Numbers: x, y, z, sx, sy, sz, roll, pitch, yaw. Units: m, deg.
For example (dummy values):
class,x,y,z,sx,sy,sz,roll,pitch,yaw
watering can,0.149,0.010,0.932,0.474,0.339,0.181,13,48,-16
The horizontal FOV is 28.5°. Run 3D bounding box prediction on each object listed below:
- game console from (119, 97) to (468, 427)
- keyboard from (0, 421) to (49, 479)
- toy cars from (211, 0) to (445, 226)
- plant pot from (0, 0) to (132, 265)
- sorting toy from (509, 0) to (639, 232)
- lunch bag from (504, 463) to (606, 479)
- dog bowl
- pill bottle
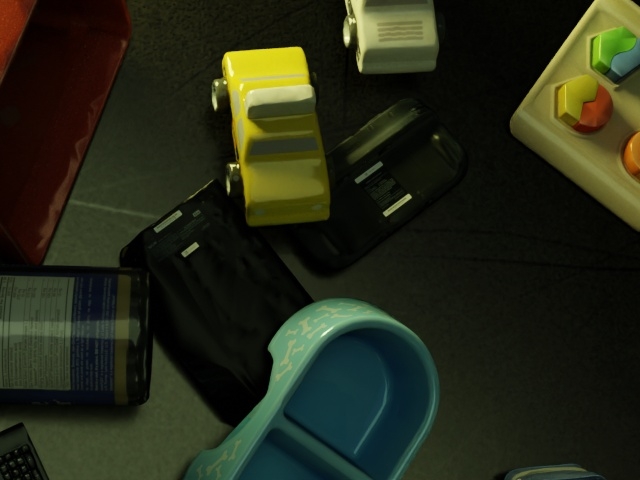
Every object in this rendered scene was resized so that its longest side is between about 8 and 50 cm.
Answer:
class,x,y,z,sx,sy,sz,roll,pitch,yaw
game console,0.000,0.000,1.219,0.361,0.044,0.213,-37,87,-18
keyboard,-0.338,0.218,1.089,0.192,0.038,0.100,-25,82,-18
toy cars,0.014,-0.189,1.220,0.176,0.087,0.394,32,64,7
plant pot,-0.332,-0.161,1.085,0.235,0.267,0.267,16,72,4
sorting toy,0.328,-0.141,1.330,0.193,0.038,0.208,38,71,-1
lunch bag,0.218,0.250,1.190,0.098,0.065,0.067,-1,91,-14
dog bowl,-0.003,0.189,1.124,0.166,0.074,0.297,37,77,-15
pill bottle,-0.257,0.081,1.094,0.219,0.123,0.123,2,75,-6
